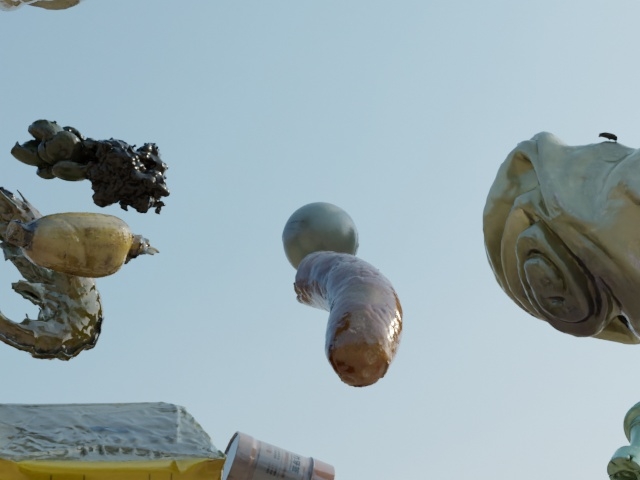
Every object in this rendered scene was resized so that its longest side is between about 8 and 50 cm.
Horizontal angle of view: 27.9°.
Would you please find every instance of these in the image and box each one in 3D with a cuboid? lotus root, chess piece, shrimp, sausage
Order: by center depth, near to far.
[{"bbox_3d":[-0.228,0.005,1.243,0.152,0.063,0.072,5,-20,-28],"label":"lotus root"},{"bbox_3d":[0.328,0.211,1.312,0.067,0.067,0.103,-27,6,40],"label":"chess piece"},{"bbox_3d":[0.034,0.073,1.424,0.103,0.302,0.076,-41,-72,2],"label":"sausage"},{"bbox_3d":[-0.360,0.040,1.527,0.253,0.173,0.058,47,-47,-3],"label":"shrimp"}]

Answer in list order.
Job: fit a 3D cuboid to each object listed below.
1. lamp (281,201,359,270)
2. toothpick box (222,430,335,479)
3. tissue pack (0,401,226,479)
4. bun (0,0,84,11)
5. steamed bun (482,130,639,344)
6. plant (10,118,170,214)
[{"bbox_3d":[0.000,0.000,1.712,0.105,0.105,0.105,-2,-27,-1],"label":"lamp"},{"bbox_3d":[-0.066,0.340,1.826,0.149,0.098,0.098,22,-32,-10],"label":"toothpick box"},{"bbox_3d":[-0.288,0.392,1.488,0.293,0.382,0.228,4,9,-29],"label":"tissue pack"},{"bbox_3d":[-0.352,-0.381,1.533,0.365,0.219,0.365,0,17,0],"label":"bun"},{"bbox_3d":[0.379,0.022,1.811,0.347,0.237,0.394,37,-31,-4],"label":"steamed bun"},{"bbox_3d":[-0.241,-0.082,1.372,0.174,0.085,0.087,19,-4,-5],"label":"plant"}]
